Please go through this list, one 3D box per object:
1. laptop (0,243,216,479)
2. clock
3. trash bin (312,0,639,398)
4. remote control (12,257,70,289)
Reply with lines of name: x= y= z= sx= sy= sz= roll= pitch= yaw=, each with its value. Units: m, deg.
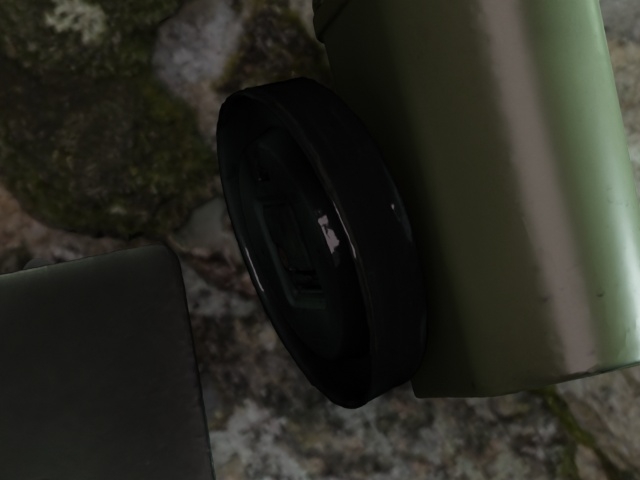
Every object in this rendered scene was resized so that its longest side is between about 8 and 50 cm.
laptop: x=-0.147 y=0.143 z=0.930 sx=0.187 sy=0.015 sz=0.269 roll=-12 pitch=72 yaw=2
clock: x=0.000 y=0.000 z=0.939 sx=0.040 sy=0.184 sz=0.185 roll=-21 pitch=86 yaw=-19
trash bin: x=0.086 y=-0.044 z=0.930 sx=0.121 sy=0.243 sz=0.247 roll=-11 pitch=87 yaw=-11
remote control: x=-0.191 y=0.098 z=0.977 sx=0.050 sy=0.027 sz=0.184 roll=32 pitch=83 yaw=6
